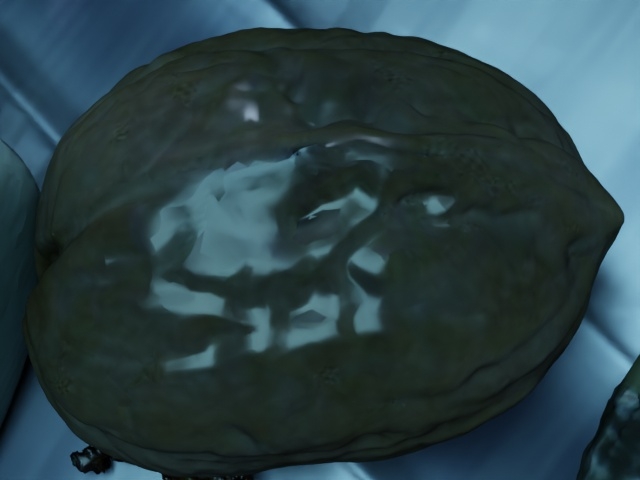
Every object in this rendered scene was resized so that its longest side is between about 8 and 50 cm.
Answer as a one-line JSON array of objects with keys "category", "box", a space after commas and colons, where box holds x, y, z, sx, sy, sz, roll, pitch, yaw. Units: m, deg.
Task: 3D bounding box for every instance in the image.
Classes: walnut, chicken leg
[{"category": "walnut", "box": [0.000, 0.001, 0.707, 0.231, 0.178, 0.178, -6, 76, 4]}, {"category": "chicken leg", "box": [-0.062, 0.089, 0.769, 0.083, 0.021, 0.036, 14, 90, 15]}]

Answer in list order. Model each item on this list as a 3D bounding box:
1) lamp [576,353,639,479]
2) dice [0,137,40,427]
[{"category": "lamp", "box": [0.148, 0.086, 0.688, 0.101, 0.101, 0.250, 33, 89, 16]}, {"category": "dice", "box": [-0.283, 0.027, 0.702, 0.263, 0.264, 0.268, 25, 84, 16]}]
